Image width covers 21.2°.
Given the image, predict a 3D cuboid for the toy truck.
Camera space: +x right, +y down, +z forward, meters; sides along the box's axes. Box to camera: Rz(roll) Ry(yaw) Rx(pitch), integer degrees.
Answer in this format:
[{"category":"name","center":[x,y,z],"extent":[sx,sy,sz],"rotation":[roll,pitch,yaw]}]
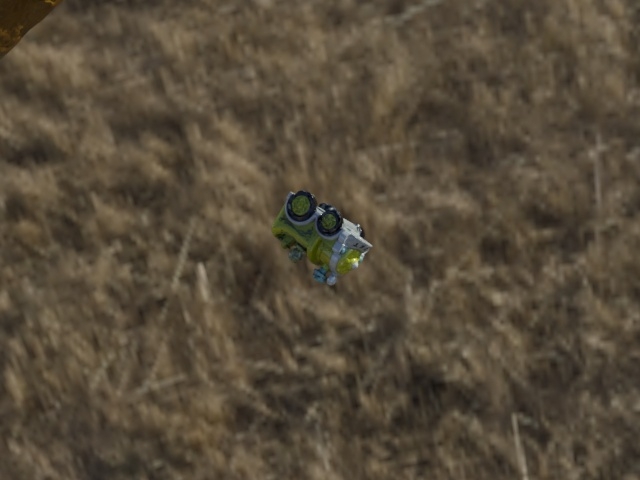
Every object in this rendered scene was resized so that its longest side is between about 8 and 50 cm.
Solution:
[{"category":"toy truck","center":[0.000,0.000,1.871],"extent":[0.111,0.076,0.077],"rotation":[36,93,30]}]

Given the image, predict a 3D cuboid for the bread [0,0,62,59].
[{"category":"bread","center":[-0.313,-0.253,1.168],"extent":[0.225,0.279,0.250],"rotation":[42,91,27]}]
